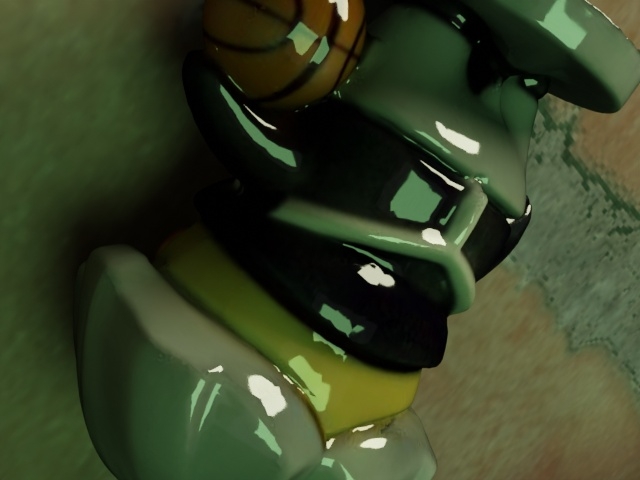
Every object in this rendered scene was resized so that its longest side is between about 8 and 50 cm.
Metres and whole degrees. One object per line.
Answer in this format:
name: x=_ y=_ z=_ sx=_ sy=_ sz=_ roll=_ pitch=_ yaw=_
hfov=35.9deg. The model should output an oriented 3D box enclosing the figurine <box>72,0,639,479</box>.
figurine: x=0.000 y=0.000 z=0.373 sx=0.176 sy=0.133 sz=0.236 roll=28 pitch=97 yaw=-34
